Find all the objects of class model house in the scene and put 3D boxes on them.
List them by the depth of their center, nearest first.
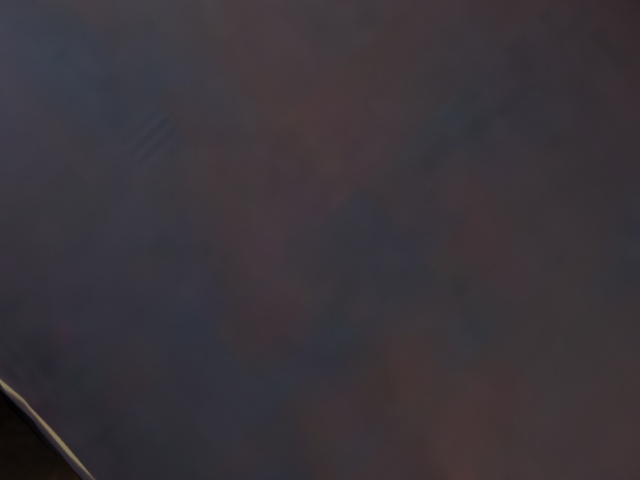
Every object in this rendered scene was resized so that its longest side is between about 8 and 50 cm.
[{"bbox_3d":[0.000,0.000,0.778,0.360,0.297,0.339,47,167,-3],"label":"model house"}]

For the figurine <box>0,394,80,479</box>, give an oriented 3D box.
[{"bbox_3d":[-0.192,0.128,0.975,0.185,0.204,0.332,26,143,11],"label":"figurine"}]
